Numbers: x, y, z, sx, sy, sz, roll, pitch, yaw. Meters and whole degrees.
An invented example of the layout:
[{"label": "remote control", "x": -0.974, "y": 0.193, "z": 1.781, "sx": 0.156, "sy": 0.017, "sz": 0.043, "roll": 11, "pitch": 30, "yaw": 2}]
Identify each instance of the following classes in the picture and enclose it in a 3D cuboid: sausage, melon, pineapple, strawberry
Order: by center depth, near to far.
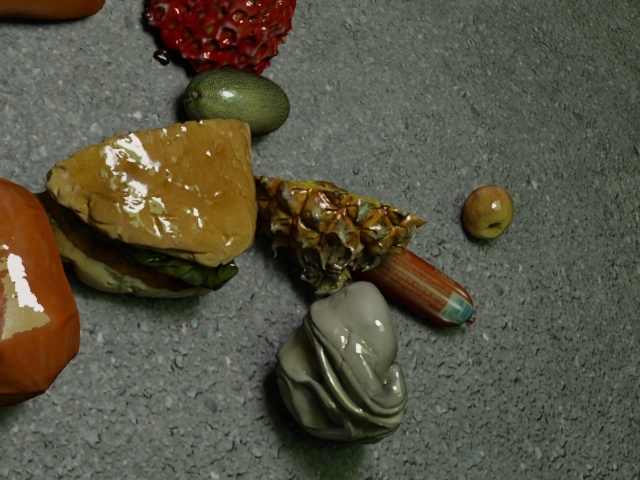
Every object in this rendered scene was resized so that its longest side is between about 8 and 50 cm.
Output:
[{"label": "sausage", "x": -0.368, "y": 0.054, "z": 1.609, "sx": 0.141, "sy": 0.153, "sz": 0.268, "roll": -8, "pitch": 75, "yaw": -34}, {"label": "sausage", "x": -0.398, "y": -0.327, "z": 1.805, "sx": 0.300, "sy": 0.083, "sz": 0.089, "roll": -10, "pitch": 65, "yaw": -41}, {"label": "pineapple", "x": -0.006, "y": -0.002, "z": 1.901, "sx": 0.250, "sy": 0.140, "sz": 0.164, "roll": 22, "pitch": 88, "yaw": 9}, {"label": "melon", "x": -0.113, "y": -0.188, "z": 1.953, "sx": 0.162, "sy": 0.099, "sz": 0.099, "roll": 5, "pitch": 67, "yaw": -39}, {"label": "strawberry", "x": -0.123, "y": -0.349, "z": 1.972, "sx": 0.234, "sy": 0.178, "sz": 0.234, "roll": 18, "pitch": 54, "yaw": -27}, {"label": "sausage", "x": 0.127, "y": 0.057, "z": 2.047, "sx": 0.264, "sy": 0.083, "sz": 0.083, "roll": 33, "pitch": 53, "yaw": -25}]

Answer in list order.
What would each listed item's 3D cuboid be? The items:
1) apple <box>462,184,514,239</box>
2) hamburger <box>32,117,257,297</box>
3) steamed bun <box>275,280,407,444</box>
[{"label": "apple", "x": 0.260, "y": -0.042, "z": 2.188, "sx": 0.084, "sy": 0.084, "sz": 0.071, "roll": 9, "pitch": 48, "yaw": -35}, {"label": "hamburger", "x": -0.183, "y": -0.028, "z": 1.787, "sx": 0.330, "sy": 0.162, "sz": 0.209, "roll": -20, "pitch": 82, "yaw": -46}, {"label": "steamed bun", "x": 0.014, "y": 0.168, "z": 1.838, "sx": 0.144, "sy": 0.218, "sz": 0.211, "roll": -11, "pitch": 82, "yaw": -18}]
